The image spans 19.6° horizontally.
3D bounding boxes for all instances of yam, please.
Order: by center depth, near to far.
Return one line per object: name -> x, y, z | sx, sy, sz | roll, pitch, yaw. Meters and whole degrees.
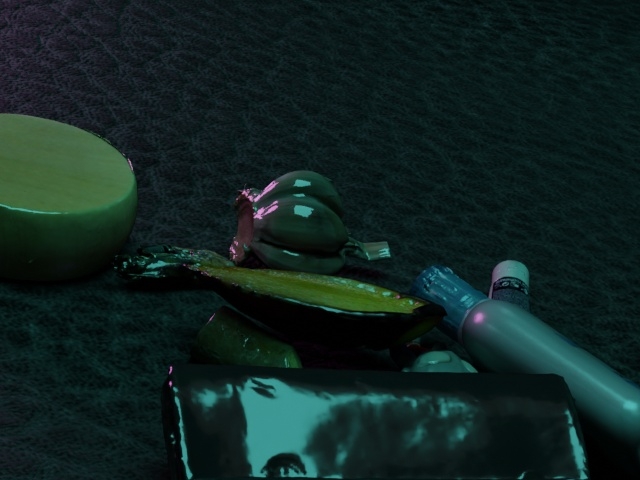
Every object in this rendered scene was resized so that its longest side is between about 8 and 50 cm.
yam -> -0.071, 0.119, 1.902 | 0.146, 0.070, 0.070 | 28, 30, 30

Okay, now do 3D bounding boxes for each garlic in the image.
garlic -> 0.000, 0.000, 2.130 | 0.194, 0.127, 0.131 | 19, 65, -25

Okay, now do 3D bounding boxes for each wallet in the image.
wallet -> 0.062, 0.215, 1.718 | 0.406, 0.062, 0.228 | 2, 49, -18

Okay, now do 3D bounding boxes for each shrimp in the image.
shrimp -> -0.172, 0.028, 2.081 | 0.161, 0.034, 0.091 | 1, 17, -37

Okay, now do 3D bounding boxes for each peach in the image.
peach -> -0.010, 0.076, 1.930 | 0.279, 0.068, 0.189 | 9, 4, 3

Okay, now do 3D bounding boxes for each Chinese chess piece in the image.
Chinese chess piece -> -0.330, -0.049, 2.078 | 0.251, 0.097, 0.251 | 11, 28, -6

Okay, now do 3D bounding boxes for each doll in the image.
doll -> 0.125, 0.152, 1.927 | 0.102, 0.075, 0.227 | 19, 13, -9

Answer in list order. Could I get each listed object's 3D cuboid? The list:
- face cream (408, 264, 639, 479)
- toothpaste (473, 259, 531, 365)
face cream -> 0.229, 0.131, 1.951 | 0.337, 0.080, 0.163 | 35, -4, 35
toothpaste -> 0.212, 0.091, 2.121 | 0.071, 0.045, 0.193 | 6, 32, 3
